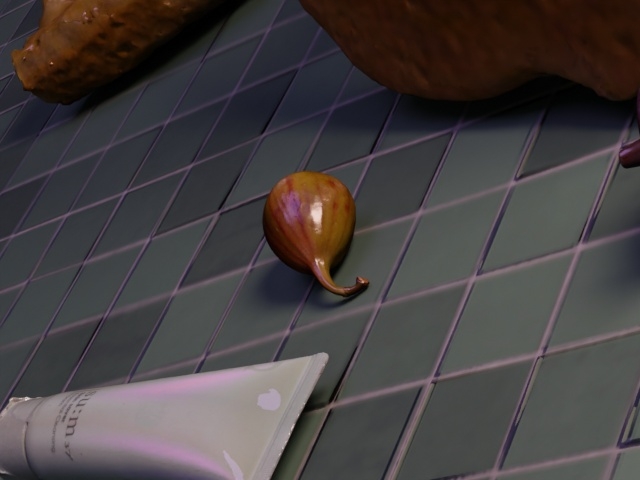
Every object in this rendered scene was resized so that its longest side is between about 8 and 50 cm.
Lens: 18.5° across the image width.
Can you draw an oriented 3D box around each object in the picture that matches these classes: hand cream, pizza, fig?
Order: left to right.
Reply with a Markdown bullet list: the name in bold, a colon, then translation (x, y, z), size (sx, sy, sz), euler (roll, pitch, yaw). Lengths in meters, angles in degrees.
- **hand cream**: translation (-0.082, 0.094, 0.944), size (0.205, 0.050, 0.078), euler (-11, 40, 44)
- **pizza**: translation (-0.064, -0.316, 1.470), size (0.440, 0.130, 0.406), euler (-36, 28, 16)
- **fig**: translation (0.000, 0.000, 0.977), size (0.050, 0.050, 0.083), euler (-39, 44, 10)

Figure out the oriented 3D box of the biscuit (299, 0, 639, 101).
- **biscuit**: translation (0.036, -0.246, 0.920), size (0.062, 0.385, 0.365), euler (-32, 21, -26)

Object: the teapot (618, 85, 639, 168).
- **teapot**: translation (0.155, -0.044, 0.782), size (0.100, 0.068, 0.045), euler (-17, -1, -44)
